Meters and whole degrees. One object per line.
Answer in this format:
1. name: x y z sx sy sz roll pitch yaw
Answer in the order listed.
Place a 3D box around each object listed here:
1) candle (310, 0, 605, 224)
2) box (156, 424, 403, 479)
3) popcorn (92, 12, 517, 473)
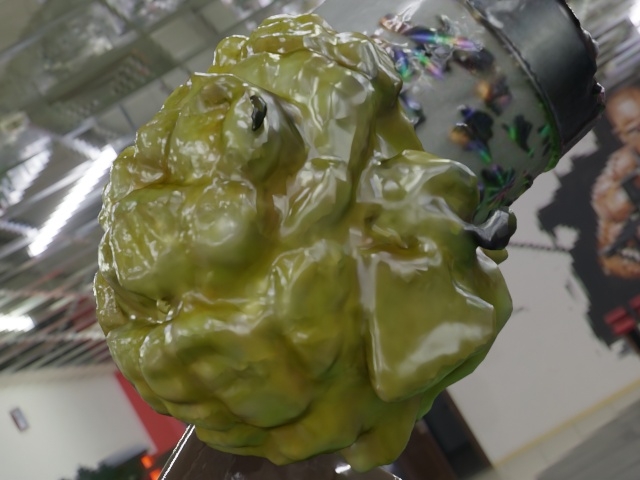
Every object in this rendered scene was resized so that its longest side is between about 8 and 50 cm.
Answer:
1. candle: 0.019 -0.048 0.828 0.330 0.187 0.187 -43 -4 -12
2. box: -0.010 0.278 0.955 0.216 0.301 0.301 -57 2 -18
3. popcorn: -0.002 0.002 0.605 0.169 0.189 0.218 -37 13 45
